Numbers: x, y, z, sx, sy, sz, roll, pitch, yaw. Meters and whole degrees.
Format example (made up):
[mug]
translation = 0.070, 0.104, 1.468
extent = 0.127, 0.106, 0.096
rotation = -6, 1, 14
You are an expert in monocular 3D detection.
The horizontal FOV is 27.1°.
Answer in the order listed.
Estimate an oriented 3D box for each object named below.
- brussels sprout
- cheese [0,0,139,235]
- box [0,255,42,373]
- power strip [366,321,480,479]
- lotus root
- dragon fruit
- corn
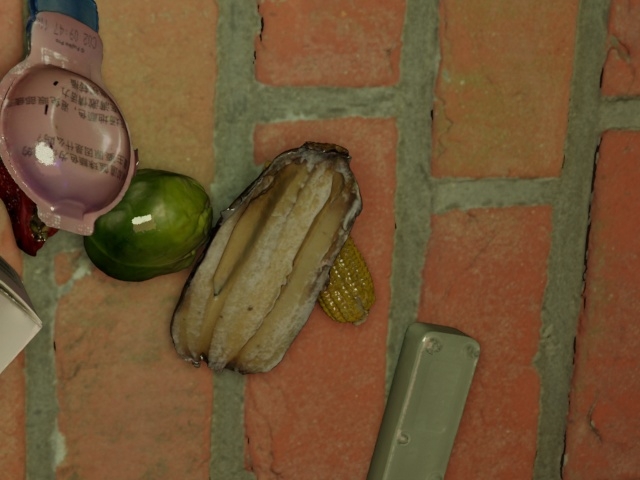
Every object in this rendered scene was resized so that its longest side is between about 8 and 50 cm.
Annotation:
[brussels sprout]
translation = -0.196, -0.021, 1.508
extent = 0.155, 0.155, 0.117
rotation = -40, 80, -7
[cheese]
translation = -0.271, -0.145, 1.415
extent = 0.189, 0.074, 0.286
rotation = 13, 65, -47
[box]
translation = -0.468, 0.143, 1.424
extent = 0.145, 0.173, 0.333
rotation = 43, 87, -24
[power strip]
translation = 0.114, 0.299, 1.751
extent = 0.091, 0.062, 0.385
rotation = 11, 100, -23
[lotus root]
translation = -0.067, 0.010, 1.555
extent = 0.167, 0.078, 0.329
rotation = 19, 119, -24
[dragon fruit]
translation = -0.344, -0.069, 1.458
extent = 0.122, 0.092, 0.192
rotation = -18, 110, -15
[corn]
translation = 0.000, 0.000, 1.618
extent = 0.080, 0.080, 0.238
rotation = -29, 109, -11
